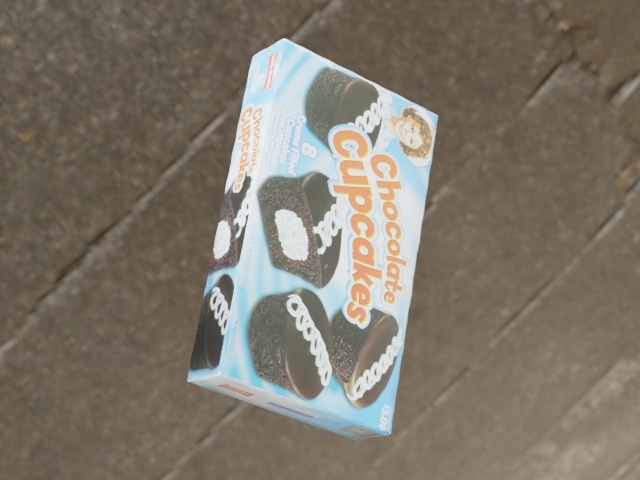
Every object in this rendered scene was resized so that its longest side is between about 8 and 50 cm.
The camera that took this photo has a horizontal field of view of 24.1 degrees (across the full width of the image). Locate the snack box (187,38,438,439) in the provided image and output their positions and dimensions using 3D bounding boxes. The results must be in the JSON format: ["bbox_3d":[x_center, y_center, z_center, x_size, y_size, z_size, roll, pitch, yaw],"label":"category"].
[{"bbox_3d":[0.000,0.000,1.354,0.187,0.322,0.060,23,155,-31],"label":"snack box"}]
